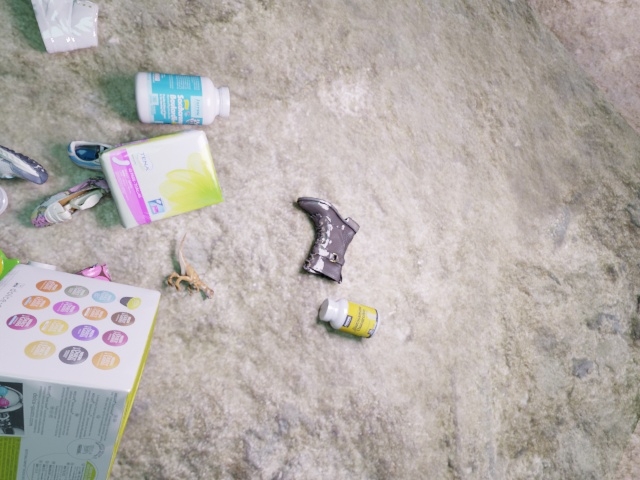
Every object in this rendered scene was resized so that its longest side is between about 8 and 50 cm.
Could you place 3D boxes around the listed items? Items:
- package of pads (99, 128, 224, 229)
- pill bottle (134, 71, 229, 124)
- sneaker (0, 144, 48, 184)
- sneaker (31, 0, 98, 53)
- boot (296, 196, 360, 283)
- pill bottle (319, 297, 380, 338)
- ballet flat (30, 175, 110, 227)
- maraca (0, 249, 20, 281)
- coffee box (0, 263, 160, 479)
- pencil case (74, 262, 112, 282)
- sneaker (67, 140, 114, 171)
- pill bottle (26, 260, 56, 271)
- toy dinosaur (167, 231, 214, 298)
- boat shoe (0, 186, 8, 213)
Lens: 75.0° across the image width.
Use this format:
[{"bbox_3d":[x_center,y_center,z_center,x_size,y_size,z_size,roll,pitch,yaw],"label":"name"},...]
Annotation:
[{"bbox_3d":[-0.455,-0.187,1.209,0.297,0.101,0.228,-19,112,-21],"label":"package of pads"},{"bbox_3d":[-0.415,-0.426,1.266,0.265,0.146,0.146,-4,84,-19],"label":"pill bottle"},{"bbox_3d":[-0.881,-0.201,1.113,0.283,0.110,0.122,24,88,-8],"label":"sneaker"},{"bbox_3d":[-0.747,-0.701,1.219,0.169,0.108,0.292,-16,98,-22],"label":"sneaker"},{"bbox_3d":[0.000,0.000,1.380,0.263,0.091,0.228,30,74,-15],"label":"boot"},{"bbox_3d":[0.095,0.251,1.372,0.184,0.103,0.103,19,77,-16],"label":"pill bottle"},{"bbox_3d":[-0.689,-0.101,1.160,0.222,0.076,0.079,-38,54,-22],"label":"ballet flat"},{"bbox_3d":[-0.860,0.068,1.066,0.186,0.099,0.127,26,88,-4],"label":"maraca"},{"bbox_3d":[-0.586,0.306,0.940,0.335,0.337,0.337,15,114,-17],"label":"coffee box"},{"bbox_3d":[-0.601,0.170,1.155,0.098,0.095,0.209,-26,94,-46],"label":"pencil case"},{"bbox_3d":[-0.601,-0.237,1.210,0.238,0.086,0.085,5,79,-20],"label":"sneaker"},{"bbox_3d":[-0.761,0.127,1.109,0.078,0.078,0.137,16,78,-16],"label":"pill bottle"},{"bbox_3d":[-0.403,0.095,1.255,0.112,0.064,0.211,-38,105,-37],"label":"toy dinosaur"},{"bbox_3d":[-0.978,-0.069,1.048,0.321,0.103,0.118,-18,89,-20],"label":"boat shoe"}]
